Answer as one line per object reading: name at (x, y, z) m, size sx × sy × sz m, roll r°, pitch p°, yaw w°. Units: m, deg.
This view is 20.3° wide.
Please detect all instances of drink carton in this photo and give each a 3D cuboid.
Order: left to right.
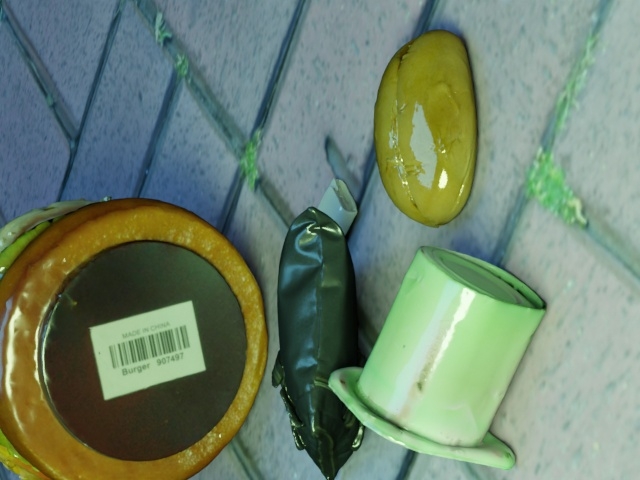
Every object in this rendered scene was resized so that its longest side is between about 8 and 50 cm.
drink carton at (0.105, 0.089, 1.484) m, size 0.146 × 0.144 × 0.142 m, roll 46°, pitch 118°, yaw 55°

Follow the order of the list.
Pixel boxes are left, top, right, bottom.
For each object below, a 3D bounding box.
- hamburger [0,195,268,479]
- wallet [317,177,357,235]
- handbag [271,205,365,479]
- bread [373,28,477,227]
hamburger at (-0.239, 0.112, 1.918) m, size 0.250 × 0.330 × 0.329 m, roll 7°, pitch 89°, yaw 63°
wallet at (0.000, 0.000, 1.812) m, size 0.061 × 0.025 × 0.122 m, roll -109°, pitch 37°, yaw -50°
handbag at (0.001, 0.103, 1.649) m, size 0.254 × 0.089 × 0.211 m, roll 79°, pitch -171°, yaw -74°
bread at (0.092, -0.104, 1.617) m, size 0.114 × 0.077 × 0.189 m, roll 150°, pitch 120°, yaw -61°
